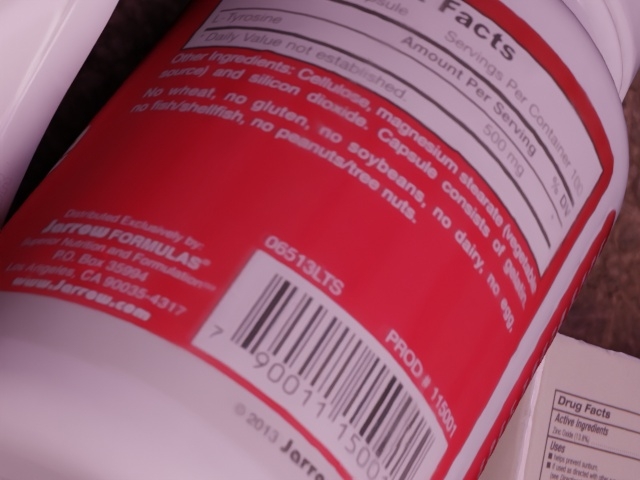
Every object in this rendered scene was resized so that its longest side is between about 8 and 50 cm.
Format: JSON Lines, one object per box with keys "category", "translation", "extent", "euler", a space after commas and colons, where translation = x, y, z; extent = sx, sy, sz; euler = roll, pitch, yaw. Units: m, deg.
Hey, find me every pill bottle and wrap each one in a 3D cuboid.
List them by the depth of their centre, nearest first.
{"category": "pill bottle", "translation": [0.000, 0.000, 0.811], "extent": [0.229, 0.229, 0.408], "euler": [53, 50, -25]}

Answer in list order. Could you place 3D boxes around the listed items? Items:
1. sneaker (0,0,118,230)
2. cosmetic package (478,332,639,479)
{"category": "sneaker", "translation": [-0.165, -0.109, 0.777], "extent": [0.123, 0.106, 0.290], "euler": [29, 75, -36]}
{"category": "cosmetic package", "translation": [0.087, 0.199, 0.951], "extent": [0.153, 0.129, 0.296], "euler": [21, 78, -44]}
